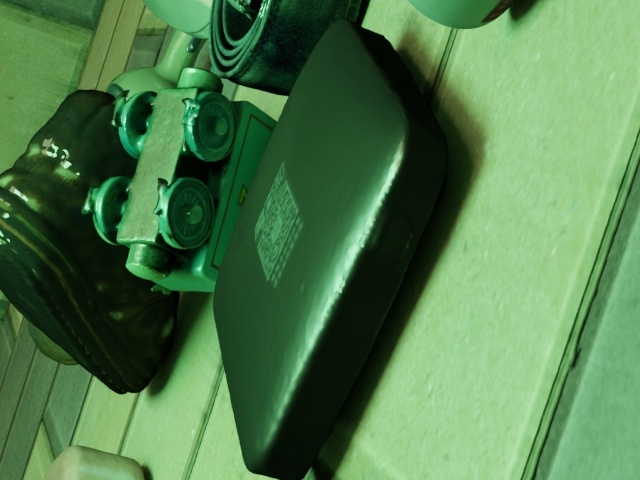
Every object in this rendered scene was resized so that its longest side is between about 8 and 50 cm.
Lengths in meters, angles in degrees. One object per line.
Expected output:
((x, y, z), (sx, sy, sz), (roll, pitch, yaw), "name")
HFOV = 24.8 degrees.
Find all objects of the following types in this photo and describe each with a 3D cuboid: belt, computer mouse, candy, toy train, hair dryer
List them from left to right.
((-0.262, 0.342, 1.557), (0.255, 0.094, 0.255), (-163, 90, -73), "candy")
((-0.161, -0.339, 1.769), (0.288, 0.097, 0.159), (41, 108, 48), "computer mouse")
((-0.164, -0.207, 1.820), (0.298, 0.119, 0.296), (-52, 29, 19), "hair dryer")
((-0.119, -0.050, 1.368), (0.112, 0.163, 0.203), (4, 72, 37), "toy train")
((-0.040, -0.247, 1.396), (0.267, 0.116, 0.206), (-140, 64, -69), "belt")

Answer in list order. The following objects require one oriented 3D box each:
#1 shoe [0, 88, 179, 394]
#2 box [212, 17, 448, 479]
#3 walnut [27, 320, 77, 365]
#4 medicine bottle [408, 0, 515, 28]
((-0.219, 0.000, 1.550), (0.237, 0.171, 0.384), (-48, -27, -16), "shoe")
((0.000, 0.000, 1.103), (0.289, 0.073, 0.290), (-111, 42, -63), "box")
((-0.318, 0.094, 1.915), (0.162, 0.140, 0.140), (-21, 53, 57), "walnut")
((0.126, -0.220, 0.887), (0.216, 0.090, 0.090), (135, 148, -55), "medicine bottle")
